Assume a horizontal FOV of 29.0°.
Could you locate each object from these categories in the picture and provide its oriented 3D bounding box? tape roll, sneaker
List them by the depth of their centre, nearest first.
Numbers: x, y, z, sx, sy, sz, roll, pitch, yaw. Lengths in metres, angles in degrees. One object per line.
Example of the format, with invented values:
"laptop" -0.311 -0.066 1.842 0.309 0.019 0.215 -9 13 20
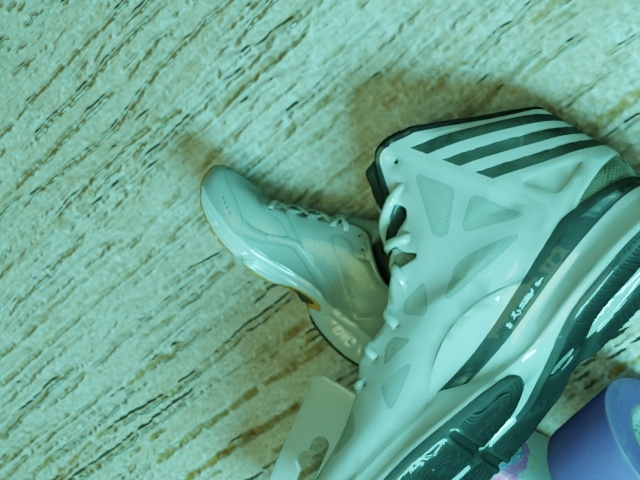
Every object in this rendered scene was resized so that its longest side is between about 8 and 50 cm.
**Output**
"tape roll" 0.302 0.222 1.120 0.189 0.189 0.080 43 119 5
"sneaker" 0.098 0.067 1.135 0.447 0.169 0.257 -47 60 3
"sneaker" 0.000 0.000 1.241 0.262 0.099 0.121 41 111 -3

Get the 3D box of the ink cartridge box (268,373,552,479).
"ink cartridge box" 0.132 0.273 1.250 0.353 0.119 0.207 29 115 12
